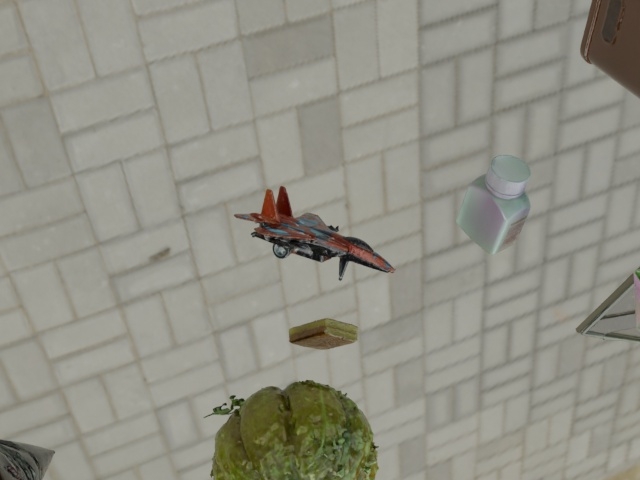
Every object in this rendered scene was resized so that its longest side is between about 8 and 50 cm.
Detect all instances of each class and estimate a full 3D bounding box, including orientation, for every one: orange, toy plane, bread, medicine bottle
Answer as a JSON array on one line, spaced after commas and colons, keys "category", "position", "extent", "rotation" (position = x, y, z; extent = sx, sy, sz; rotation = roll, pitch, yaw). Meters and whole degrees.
[{"category": "orange", "position": [-0.044, 0.399, 1.619], "extent": [0.299, 0.223, 0.301], "rotation": [-13, 126, -3]}, {"category": "toy plane", "position": [-0.001, 0.003, 1.045], "extent": [0.130, 0.189, 0.061], "rotation": [-18, 136, -61]}, {"category": "bread", "position": [0.005, 0.170, 1.674], "extent": [0.094, 0.035, 0.090], "rotation": [-20, 152, 41]}, {"category": "medicine bottle", "position": [0.225, -0.049, 1.178], "extent": [0.055, 0.074, 0.118], "rotation": [-24, 145, -29]}]

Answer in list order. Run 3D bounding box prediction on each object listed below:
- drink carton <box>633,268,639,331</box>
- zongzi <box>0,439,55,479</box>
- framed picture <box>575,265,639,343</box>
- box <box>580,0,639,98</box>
[{"category": "drink carton", "position": [0.648, 0.095, 1.456], "extent": [0.161, 0.271, 0.108], "rotation": [-6, 93, -32]}, {"category": "zongzi", "position": [-0.525, 0.404, 1.456], "extent": [0.362, 0.383, 0.319], "rotation": [-1, 103, -46]}, {"category": "framed picture", "position": [0.687, 0.134, 1.804], "extent": [0.314, 0.024, 0.232], "rotation": [10, 135, -26]}, {"category": "box", "position": [0.581, -0.327, 1.288], "extent": [0.339, 0.229, 0.239], "rotation": [-26, 145, -17]}]
